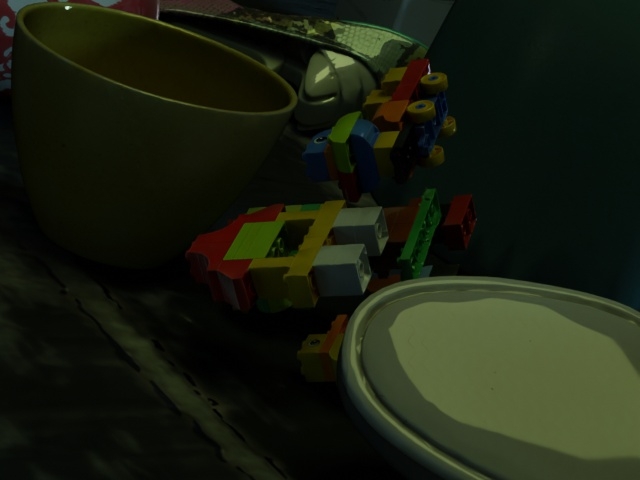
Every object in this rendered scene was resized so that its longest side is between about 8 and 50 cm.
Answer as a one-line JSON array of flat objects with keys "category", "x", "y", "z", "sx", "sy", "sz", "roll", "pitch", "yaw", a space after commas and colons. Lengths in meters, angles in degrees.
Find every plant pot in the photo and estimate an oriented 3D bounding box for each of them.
[{"category": "plant pot", "x": 0.204, "y": -0.096, "z": 0.995, "sx": 0.293, "sy": 0.235, "sz": 0.293, "roll": 18, "pitch": 19, "yaw": -6}, {"category": "plant pot", "x": -0.089, "y": -0.043, "z": 0.759, "sx": 0.134, "sy": 0.095, "sz": 0.134, "roll": 18, "pitch": 18, "yaw": -6}]

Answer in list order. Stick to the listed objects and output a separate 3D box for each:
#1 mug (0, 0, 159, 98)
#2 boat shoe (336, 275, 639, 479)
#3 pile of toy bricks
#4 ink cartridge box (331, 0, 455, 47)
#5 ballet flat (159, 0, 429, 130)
[{"category": "mug", "x": -0.197, "y": -0.122, "z": 0.899, "sx": 0.169, "sy": 0.150, "sz": 0.113, "roll": 1, "pitch": 63, "yaw": -35}, {"category": "boat shoe", "x": 0.159, "y": 0.103, "z": 0.658, "sx": 0.335, "sy": 0.095, "sz": 0.112, "roll": 13, "pitch": 56, "yaw": -9}, {"category": "pile of toy bricks", "x": 0.000, "y": 0.000, "z": 0.762, "sx": 0.105, "sy": 0.118, "sz": 0.212, "roll": -3, "pitch": 29, "yaw": 19}, {"category": "ink cartridge box", "x": 0.083, "y": -0.218, "z": 1.270, "sx": 0.082, "sy": 0.191, "sz": 0.139, "roll": 11, "pitch": 20, "yaw": -22}, {"category": "ballet flat", "x": -0.030, "y": -0.115, "z": 1.076, "sx": 0.221, "sy": 0.077, "sz": 0.079, "roll": 15, "pitch": 37, "yaw": 0}]
